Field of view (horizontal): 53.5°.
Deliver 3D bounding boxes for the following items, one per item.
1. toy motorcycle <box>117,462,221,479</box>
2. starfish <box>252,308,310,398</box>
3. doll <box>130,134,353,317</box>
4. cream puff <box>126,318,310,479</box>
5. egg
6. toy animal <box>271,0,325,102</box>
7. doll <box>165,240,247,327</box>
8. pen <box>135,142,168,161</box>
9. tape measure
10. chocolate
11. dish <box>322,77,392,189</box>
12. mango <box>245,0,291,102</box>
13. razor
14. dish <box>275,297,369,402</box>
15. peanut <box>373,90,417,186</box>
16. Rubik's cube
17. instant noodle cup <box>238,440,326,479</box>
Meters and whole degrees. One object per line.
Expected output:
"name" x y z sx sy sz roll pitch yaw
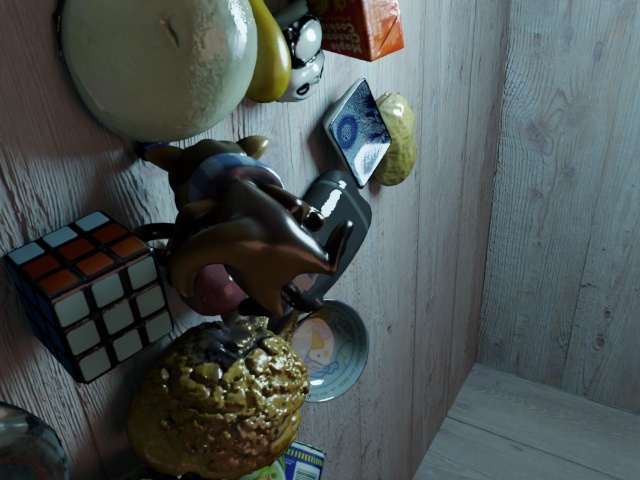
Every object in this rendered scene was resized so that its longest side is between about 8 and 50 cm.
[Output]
"toy motorcycle" -0.316 0.508 1.172 0.236 0.169 0.410 -59 156 9
"starfish" -0.125 0.314 1.526 0.299 0.060 0.302 -42 122 -38
"doll" -0.143 -0.022 1.009 0.318 0.339 0.209 -22 136 -17
"cream puff" -0.190 0.278 1.197 0.343 0.327 0.230 -4 114 -22
"egg" -0.201 -0.293 0.958 0.337 0.201 0.336 -24 119 -50
"toy animal" -0.052 -0.372 1.281 0.166 0.138 0.179 -45 139 -35
"doll" -0.184 0.033 1.225 0.152 0.196 0.256 -49 -178 45
"pen" -0.231 -0.227 1.131 0.269 0.033 0.033 -54 146 -37
"tape measure" -0.472 0.334 0.834 0.256 0.147 0.274 -53 141 -41
"chocolate" 0.041 -0.494 1.300 0.108 0.238 0.234 -48 145 -25
"dish" 0.079 -0.274 1.627 0.181 0.080 0.243 -58 141 -21
"mango" -0.125 -0.359 1.145 0.099 0.136 0.227 -29 105 -36
"razor" 0.002 -0.001 1.561 0.204 0.114 0.349 51 55 -30
"dish" -0.020 0.278 1.683 0.274 0.134 0.273 -3 97 -28
"peanut" 0.203 -0.280 1.822 0.149 0.149 0.313 -59 153 -29
"Rubik's cube" -0.331 0.077 0.916 0.163 0.161 0.162 -33 134 -31
"instant noodle cup" -0.122 0.647 1.560 0.284 0.285 0.312 56 47 -56
